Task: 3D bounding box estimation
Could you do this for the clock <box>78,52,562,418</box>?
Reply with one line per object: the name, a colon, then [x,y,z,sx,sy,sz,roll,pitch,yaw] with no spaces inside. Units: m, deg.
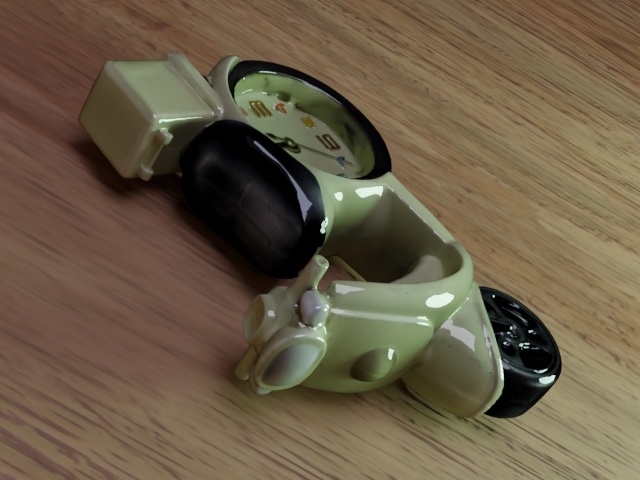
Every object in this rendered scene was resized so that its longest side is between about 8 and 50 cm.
clock: [0.000,0.000,0.818,0.276,0.120,0.379,-9,50,-47]
